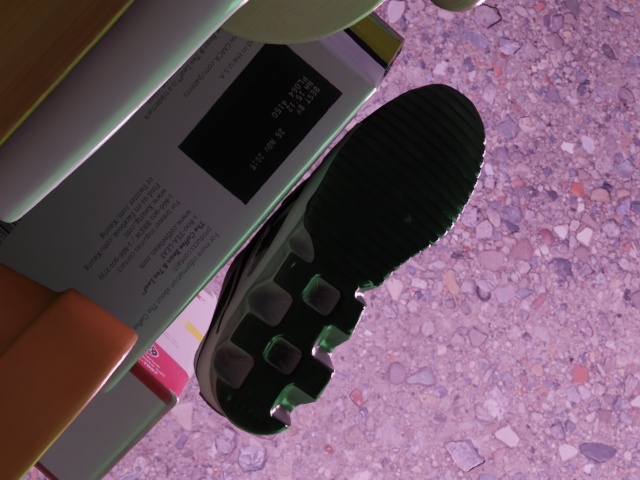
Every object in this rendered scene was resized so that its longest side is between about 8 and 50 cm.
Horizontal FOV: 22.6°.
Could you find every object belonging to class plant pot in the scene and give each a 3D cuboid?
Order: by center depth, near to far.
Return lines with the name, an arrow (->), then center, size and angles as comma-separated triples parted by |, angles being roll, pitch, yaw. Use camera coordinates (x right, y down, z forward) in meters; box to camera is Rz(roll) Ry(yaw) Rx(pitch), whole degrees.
plant pot -> -0.294, 0.110, 1.090 | 0.291, 0.203, 0.291 | -48, -177, 3

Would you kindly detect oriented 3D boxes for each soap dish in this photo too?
soap dish -> -0.080, -0.157, 0.792 | 0.229, 0.118, 0.291 | -38, -170, 39

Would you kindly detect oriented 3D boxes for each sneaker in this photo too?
sneaker -> 0.000, 0.000, 1.326 | 0.330, 0.122, 0.146 | -50, -158, -9

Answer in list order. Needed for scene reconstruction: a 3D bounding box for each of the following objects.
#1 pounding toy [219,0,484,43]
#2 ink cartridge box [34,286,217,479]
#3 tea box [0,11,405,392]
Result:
pounding toy -> -0.005, -0.234, 1.050 | 0.110, 0.236, 0.183 | -120, -153, -64
ink cartridge box -> -0.275, 0.083, 1.741 | 0.160, 0.279, 0.385 | -47, -176, 11
tea box -> -0.121, -0.100, 1.343 | 0.329, 0.220, 0.323 | -48, -177, 14
